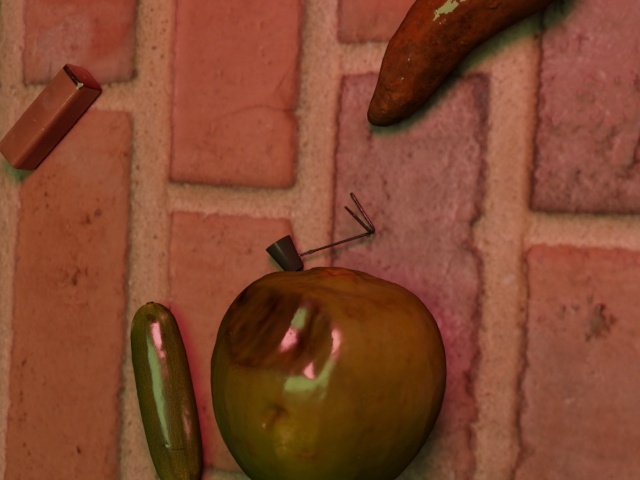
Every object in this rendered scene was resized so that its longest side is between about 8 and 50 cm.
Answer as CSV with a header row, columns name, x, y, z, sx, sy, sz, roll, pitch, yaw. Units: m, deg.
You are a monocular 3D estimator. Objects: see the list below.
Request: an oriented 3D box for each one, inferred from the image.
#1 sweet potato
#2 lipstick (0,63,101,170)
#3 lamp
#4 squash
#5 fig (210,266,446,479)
name,x,y,z,sx,sy,sz,roll,pitch,yaw
sweet potato,0.143,-0.228,1.024,0.292,0.097,0.097,-37,76,27
lipstick,-0.340,-0.153,1.254,0.145,0.045,0.045,-45,75,16
lamp,-0.001,0.001,1.114,0.121,0.041,0.054,-35,85,22
squash,-0.177,0.195,1.170,0.066,0.066,0.252,-14,85,23
fig,0.006,0.160,1.007,0.240,0.239,0.271,6,106,24
